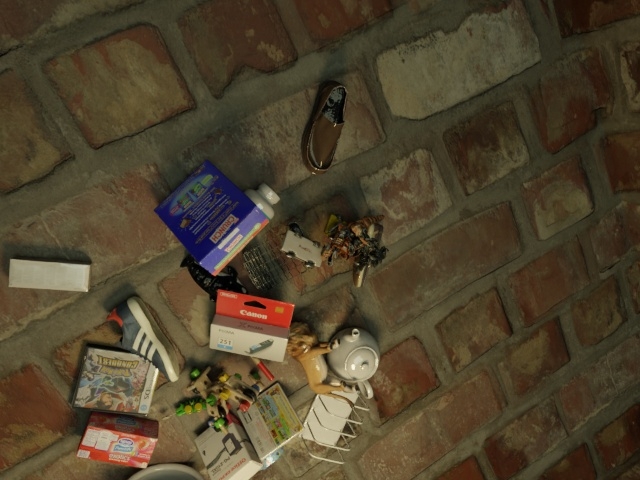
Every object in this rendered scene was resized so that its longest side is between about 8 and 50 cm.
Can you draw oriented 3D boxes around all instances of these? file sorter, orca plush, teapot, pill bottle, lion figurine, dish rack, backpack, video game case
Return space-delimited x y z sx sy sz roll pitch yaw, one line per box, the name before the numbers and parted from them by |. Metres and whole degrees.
file sorter | 0.060 0.786 1.920 0.193 0.173 0.277 23 93 -20
orca plush | -0.391 0.154 1.686 0.151 0.102 0.287 -41 110 -7
teapot | 0.157 0.508 1.889 0.256 0.187 0.252 30 91 -22
pill bottle | -0.273 -0.091 1.654 0.264 0.146 0.146 -47 110 -5
lion figurine | -0.015 0.510 1.797 0.240 0.142 0.392 -16 92 27
dish rack | -0.164 0.073 1.764 0.272 0.074 0.208 -28 106 -9
backpack | -0.238 0.846 1.834 0.158 0.173 0.116 -31 108 -9
video game case | -0.762 0.529 1.675 0.275 0.035 0.248 14 96 -20
video game case | -0.204 0.733 1.812 0.206 0.227 0.026 -33 145 -9

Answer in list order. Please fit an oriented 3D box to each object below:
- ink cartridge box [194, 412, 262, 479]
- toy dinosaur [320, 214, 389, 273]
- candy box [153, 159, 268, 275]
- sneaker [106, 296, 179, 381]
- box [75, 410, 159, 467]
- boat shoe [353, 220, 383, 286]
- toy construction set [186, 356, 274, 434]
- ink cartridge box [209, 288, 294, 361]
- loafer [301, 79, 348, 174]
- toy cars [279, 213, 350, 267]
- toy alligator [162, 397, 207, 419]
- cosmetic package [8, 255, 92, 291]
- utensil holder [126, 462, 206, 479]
ink cartridge box | -0.364 0.836 1.749 0.172 0.237 0.100 -39 138 -7
toy dinosaur | 0.147 0.001 1.718 0.322 0.164 0.218 -38 96 -7
candy box | -0.378 -0.084 1.535 0.268 0.317 0.122 -45 149 -5
sneaker | -0.654 0.385 1.632 0.148 0.131 0.350 -30 94 -10
box | -0.756 0.745 1.672 0.257 0.122 0.128 22 94 -21
boat shoe | 0.204 0.061 1.864 0.092 0.103 0.285 10 91 -15
toy construction set | -0.365 0.551 1.730 0.309 0.257 0.237 -39 92 -35
ink cartridge box | -0.264 0.329 1.687 0.296 0.066 0.261 11 124 -3
loafer | 0.018 -0.431 1.690 0.134 0.130 0.365 7 98 -19
toy cars | 0.000 0.000 1.748 0.394 0.087 0.176 -21 102 -34
toy alligator | -0.535 0.665 1.769 0.190 0.056 0.051 -8 63 -17
cosmetic package | -0.923 0.115 1.528 0.239 0.060 0.098 7 96 -19
utensil holder | -0.607 1.125 1.695 0.328 0.327 0.385 3 102 -19
